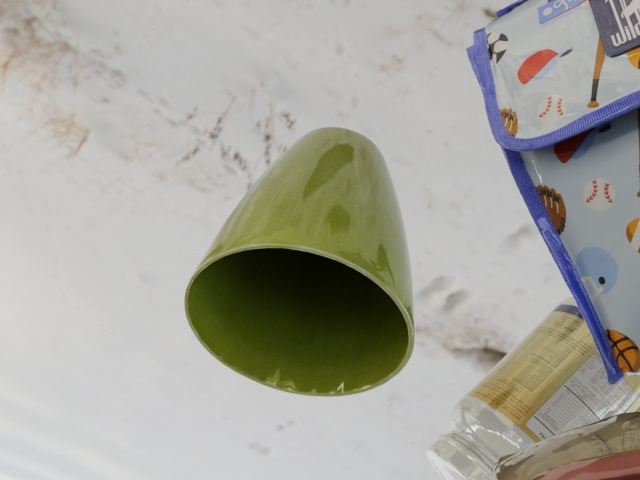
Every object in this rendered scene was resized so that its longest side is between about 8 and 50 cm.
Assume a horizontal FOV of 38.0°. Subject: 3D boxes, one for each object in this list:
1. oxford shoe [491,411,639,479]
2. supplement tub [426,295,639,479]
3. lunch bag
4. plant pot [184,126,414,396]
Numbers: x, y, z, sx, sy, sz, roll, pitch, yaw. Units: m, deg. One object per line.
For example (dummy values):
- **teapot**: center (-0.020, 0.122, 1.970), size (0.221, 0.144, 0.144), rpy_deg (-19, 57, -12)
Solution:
- **oxford shoe**: center (0.296, 0.161, 0.691), size (0.348, 0.130, 0.123), rpy_deg (-7, 106, -1)
- **supplement tub**: center (0.324, 0.254, 1.289), size (0.228, 0.316, 0.228), rpy_deg (45, 168, 13)
- **lunch bag**: center (0.351, -0.104, 0.871), size (0.328, 0.385, 0.239), rpy_deg (-25, 172, 26)
- **plant pot**: center (0.000, 0.000, 1.185), size (0.275, 0.293, 0.275), rpy_deg (8, 136, 7)
